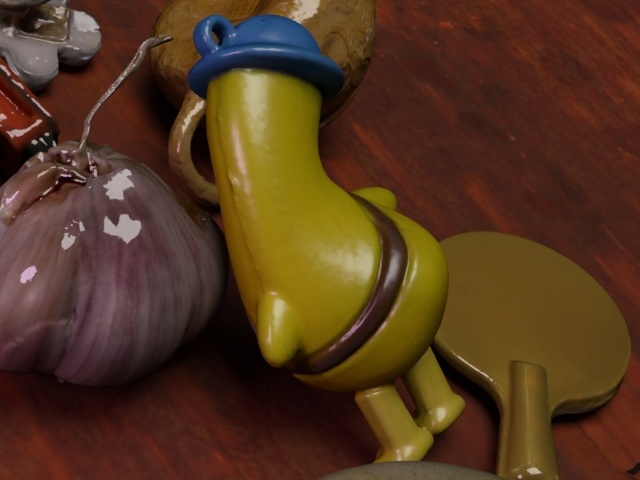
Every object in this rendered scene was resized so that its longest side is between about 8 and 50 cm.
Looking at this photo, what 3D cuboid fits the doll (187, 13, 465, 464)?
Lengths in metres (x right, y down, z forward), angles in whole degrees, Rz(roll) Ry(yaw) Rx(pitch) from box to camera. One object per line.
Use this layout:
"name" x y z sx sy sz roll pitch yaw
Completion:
"doll" 0.000 0.000 1.135 0.199 0.145 0.363 -43 111 -50

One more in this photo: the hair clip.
"hair clip" -0.315 -0.205 1.342 0.257 0.075 0.146 7 59 -11

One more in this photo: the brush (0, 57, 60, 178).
"brush" -0.296 -0.144 1.256 0.323 0.070 0.051 45 66 9

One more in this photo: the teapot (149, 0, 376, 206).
"teapot" -0.039 -0.153 1.369 0.167 0.203 0.311 50 52 -38

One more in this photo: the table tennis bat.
"table tennis bat" 0.168 0.099 1.285 0.198 0.050 0.321 18 38 -9

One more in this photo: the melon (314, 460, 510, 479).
"melon" 0.055 0.282 0.839 0.268 0.330 0.268 0 23 0

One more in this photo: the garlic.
"garlic" -0.176 -0.017 1.138 0.207 0.207 0.256 7 74 -21
